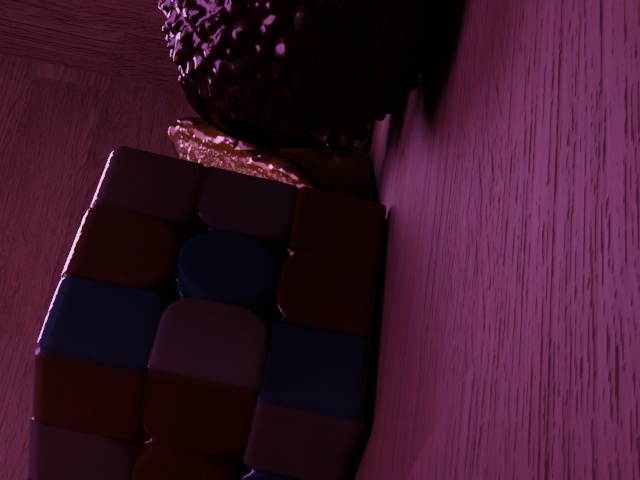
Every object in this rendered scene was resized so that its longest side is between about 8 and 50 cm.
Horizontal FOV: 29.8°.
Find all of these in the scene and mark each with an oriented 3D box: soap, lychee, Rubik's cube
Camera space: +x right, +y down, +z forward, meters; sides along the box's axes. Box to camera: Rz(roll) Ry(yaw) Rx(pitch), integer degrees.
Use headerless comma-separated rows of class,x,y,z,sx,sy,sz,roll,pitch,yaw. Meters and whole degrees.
soap,-0.083,-0.056,1.660,0.339,0.304,0.169,-89,7,-73
lychee,-0.015,-0.245,1.232,0.330,0.306,0.306,43,-126,-64
Rubik's cube,-0.128,0.148,1.396,0.347,0.344,0.347,-79,4,-49

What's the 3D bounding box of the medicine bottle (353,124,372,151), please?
medicine bottle,-0.043,-0.145,2.033,0.388,0.219,0.219,109,172,-73

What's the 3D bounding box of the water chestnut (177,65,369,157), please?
water chestnut,-0.029,-0.239,1.530,0.335,0.335,0.347,105,160,-52
